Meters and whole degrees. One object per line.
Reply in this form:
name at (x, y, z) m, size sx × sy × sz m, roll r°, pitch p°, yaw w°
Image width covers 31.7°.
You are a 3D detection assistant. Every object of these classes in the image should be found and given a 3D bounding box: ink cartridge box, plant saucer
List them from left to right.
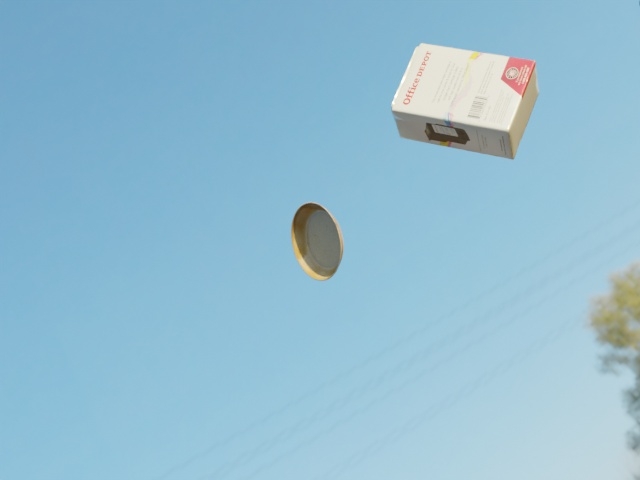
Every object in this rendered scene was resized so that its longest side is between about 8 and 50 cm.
plant saucer at (0.000, 0.000, 1.174) m, size 0.015 × 0.083 × 0.083 m, roll -13°, pitch -37°, yaw -38°
ink cartridge box at (0.205, -0.198, 1.589) m, size 0.127 × 0.175 × 0.072 m, roll -66°, pitch -25°, yaw -24°
